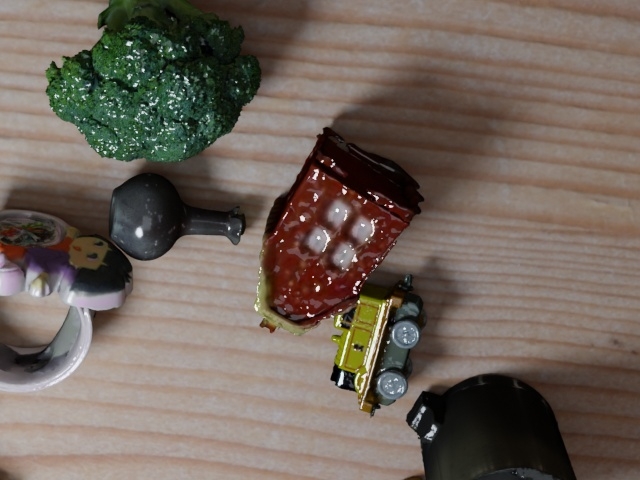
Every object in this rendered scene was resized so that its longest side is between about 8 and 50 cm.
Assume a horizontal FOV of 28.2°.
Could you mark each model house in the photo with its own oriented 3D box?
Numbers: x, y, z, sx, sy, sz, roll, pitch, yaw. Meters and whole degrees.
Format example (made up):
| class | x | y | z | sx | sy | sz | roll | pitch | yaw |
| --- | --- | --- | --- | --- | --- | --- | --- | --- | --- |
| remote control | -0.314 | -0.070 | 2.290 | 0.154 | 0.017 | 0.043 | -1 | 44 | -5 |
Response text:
| class | x | y | z | sx | sy | sz | roll | pitch | yaw |
| --- | --- | --- | --- | --- | --- | --- | --- | --- | --- |
| model house | 0.000 | 0.000 | 1.686 | 0.160 | 0.196 | 0.254 | 34 | 105 | -8 |

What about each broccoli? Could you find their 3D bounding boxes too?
| class | x | y | z | sx | sy | sz | roll | pitch | yaw |
| --- | --- | --- | --- | --- | --- | --- | --- | --- | --- |
| broccoli | -0.218 | -0.226 | 1.621 | 0.270 | 0.270 | 0.270 | -18 | 75 | 6 |

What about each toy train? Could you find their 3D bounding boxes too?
| class | x | y | z | sx | sy | sz | roll | pitch | yaw |
| --- | --- | --- | --- | --- | --- | --- | --- | --- | --- |
| toy train | 0.075 | 0.142 | 1.782 | 0.127 | 0.089 | 0.219 | 16 | 107 | 7 |

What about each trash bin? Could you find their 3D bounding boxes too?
| class | x | y | z | sx | sy | sz | roll | pitch | yaw |
| --- | --- | --- | --- | --- | --- | --- | --- | --- | --- |
| trash bin | 0.240 | 0.330 | 1.718 | 0.252 | 0.301 | 0.203 | 30 | 105 | -8 |

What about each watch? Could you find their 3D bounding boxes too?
| class | x | y | z | sx | sy | sz | roll | pitch | yaw |
| --- | --- | --- | --- | --- | --- | --- | --- | --- | --- |
| watch | -0.387 | 0.098 | 1.732 | 0.244 | 0.196 | 0.231 | 11 | 112 | -8 |

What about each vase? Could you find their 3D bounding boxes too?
| class | x | y | z | sx | sy | sz | roll | pitch | yaw |
| --- | --- | --- | --- | --- | --- | --- | --- | --- | --- |
| vase | -0.193 | -0.029 | 1.730 | 0.183 | 0.120 | 0.120 | 4 | 107 | -14 |

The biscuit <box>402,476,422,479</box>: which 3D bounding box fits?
| class | x | y | z | sx | sy | sz | roll | pitch | yaw |
| --- | --- | --- | --- | --- | --- | --- | --- | --- | --- |
| biscuit | 0.157 | 0.467 | 1.897 | 0.239 | 0.041 | 0.212 | 22 | 104 | -4 |
